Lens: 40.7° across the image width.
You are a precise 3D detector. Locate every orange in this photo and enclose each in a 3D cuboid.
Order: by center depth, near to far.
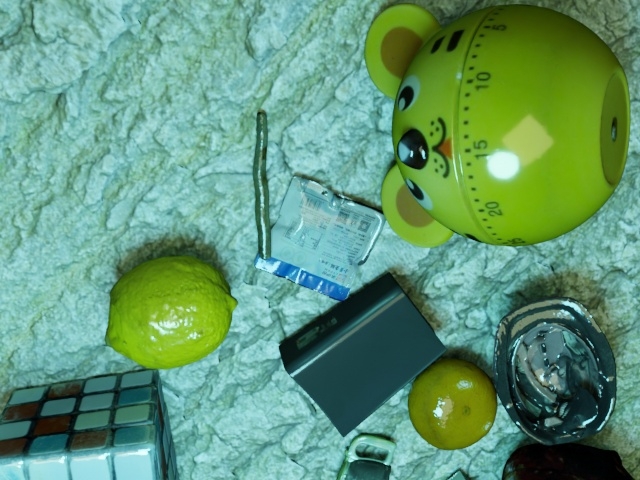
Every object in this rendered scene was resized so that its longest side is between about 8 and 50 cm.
[{"bbox_3d":[0.222,0.276,1.463,0.156,0.124,0.156,-1,94,-18],"label":"orange"}]

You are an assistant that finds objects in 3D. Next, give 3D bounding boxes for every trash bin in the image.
[{"bbox_3d":[0.072,0.183,1.423,0.225,0.115,0.165,-37,108,4],"label":"trash bin"}]

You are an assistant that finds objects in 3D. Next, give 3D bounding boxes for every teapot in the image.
[{"bbox_3d":[0.076,0.411,1.520,0.090,0.124,0.092,22,145,3],"label":"teapot"}]

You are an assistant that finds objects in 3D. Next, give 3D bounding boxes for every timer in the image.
[{"bbox_3d":[0.231,-0.159,1.241,0.387,0.376,0.376,4,112,35],"label":"timer"}]

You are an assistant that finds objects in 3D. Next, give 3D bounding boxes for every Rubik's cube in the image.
[{"bbox_3d":[-0.365,0.381,1.361,0.256,0.253,0.259,-7,109,-5],"label":"Rubik's cube"}]

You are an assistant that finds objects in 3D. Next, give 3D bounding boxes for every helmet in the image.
[{"bbox_3d":[0.387,0.214,1.450,0.198,0.154,0.253,-17,91,7],"label":"helmet"}]

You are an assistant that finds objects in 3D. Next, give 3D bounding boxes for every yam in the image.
[{"bbox_3d":[-0.093,-0.085,1.362,0.027,0.029,0.234,-1,102,1],"label":"yam"}]

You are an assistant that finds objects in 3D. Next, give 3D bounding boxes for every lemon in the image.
[{"bbox_3d":[-0.231,0.110,1.334,0.193,0.180,0.180,-23,110,24],"label":"lemon"}]

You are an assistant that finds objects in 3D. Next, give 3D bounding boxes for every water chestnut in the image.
[{"bbox_3d":[0.447,0.468,1.479,0.289,0.289,0.244,20,81,-12],"label":"water chestnut"}]

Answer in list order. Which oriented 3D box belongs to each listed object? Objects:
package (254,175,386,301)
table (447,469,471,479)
[{"bbox_3d":[0.000,0.000,1.403,0.171,0.027,0.173,22,107,-14],"label":"package"},{"bbox_3d":[0.215,0.553,1.555,0.240,0.121,0.111,-42,124,7],"label":"table"}]
